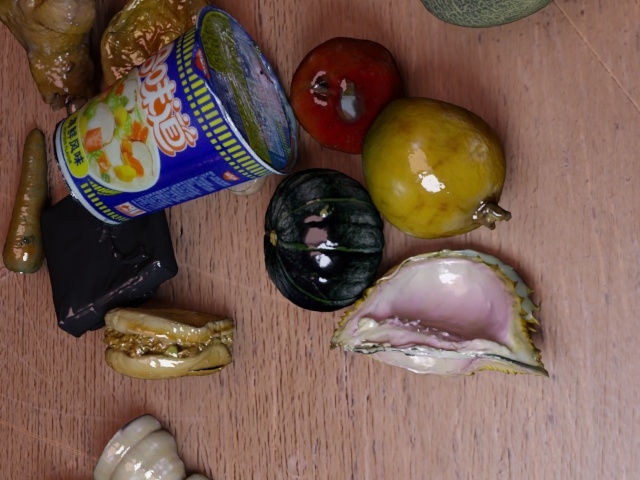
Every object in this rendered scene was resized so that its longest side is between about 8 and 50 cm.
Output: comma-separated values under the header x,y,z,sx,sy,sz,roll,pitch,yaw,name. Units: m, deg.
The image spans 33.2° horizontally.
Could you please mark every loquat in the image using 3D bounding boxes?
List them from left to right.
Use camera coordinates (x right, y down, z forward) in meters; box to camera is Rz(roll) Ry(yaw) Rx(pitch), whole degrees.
x,y,z,sx,sy,sz,roll,pitch,yaw,name
0.174,-0.093,1.536,0.246,0.213,0.213,42,105,34,loquat

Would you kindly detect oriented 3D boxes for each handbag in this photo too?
x,y,z,sx,sy,sz,roll,pitch,yaw,name
-0.359,0.008,1.829,0.244,0.088,0.275,-32,50,16,handbag

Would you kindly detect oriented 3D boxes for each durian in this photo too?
x,y,z,sx,sy,sz,roll,pitch,yaw,name
0.189,0.101,1.562,0.305,0.185,0.196,1,67,22,durian

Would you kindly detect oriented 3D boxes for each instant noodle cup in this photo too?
x,y,z,sx,sy,sz,roll,pitch,yaw,name
-0.236,-0.170,1.669,0.312,0.284,0.284,-24,76,20,instant noodle cup

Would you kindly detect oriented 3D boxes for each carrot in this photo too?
x,y,z,sx,sy,sz,roll,pitch,yaw,name
-0.532,-0.087,1.969,0.078,0.078,0.298,0,82,26,carrot

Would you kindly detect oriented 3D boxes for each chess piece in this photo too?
x,y,z,sx,sy,sz,roll,pitch,yaw,name
-0.235,0.415,1.755,0.261,0.142,0.143,37,102,19,chess piece
-0.127,-0.115,1.787,0.083,0.038,0.084,-3,83,25,chess piece

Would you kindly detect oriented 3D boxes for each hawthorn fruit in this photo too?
x,y,z,sx,sy,sz,roll,pitch,yaw,name
0.032,-0.220,1.627,0.185,0.202,0.185,1,94,21,hawthorn fruit

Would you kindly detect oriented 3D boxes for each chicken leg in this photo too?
x,y,z,sx,sy,sz,roll,pitch,yaw,name
-0.454,-0.353,1.863,0.295,0.182,0.409,-7,97,59,chicken leg

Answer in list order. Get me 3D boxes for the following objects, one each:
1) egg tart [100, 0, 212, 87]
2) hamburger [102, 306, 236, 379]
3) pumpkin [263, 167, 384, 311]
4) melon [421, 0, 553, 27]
x,y,z,sx,sy,sz,roll,pitch,yaw,name
-0.262,-0.320,1.830,0.241,0.106,0.241,0,89,23,egg tart
-0.247,0.159,1.732,0.213,0.213,0.108,4,94,26,hamburger
0.000,0.000,1.628,0.220,0.161,0.221,-176,90,-67,pumpkin
0.263,-0.443,1.507,0.329,0.248,0.249,-31,73,14,melon
